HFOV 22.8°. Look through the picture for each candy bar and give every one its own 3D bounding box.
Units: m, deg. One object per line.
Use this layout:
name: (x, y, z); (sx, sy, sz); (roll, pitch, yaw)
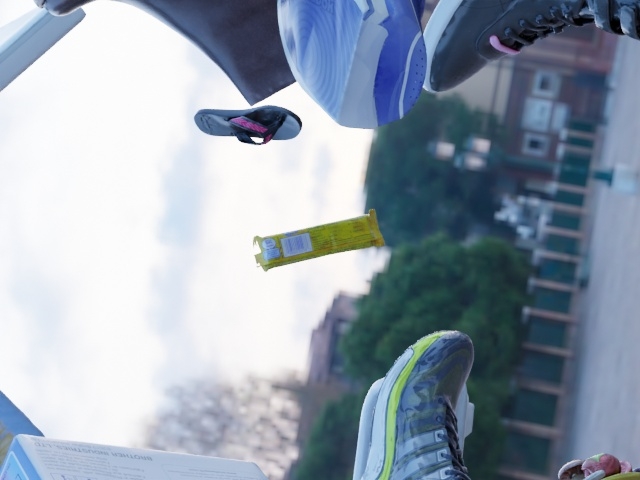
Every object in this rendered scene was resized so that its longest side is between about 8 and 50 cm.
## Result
candy bar: (0.000, 0.000, 1.590); (0.018, 0.161, 0.040); (-16, 87, 54)

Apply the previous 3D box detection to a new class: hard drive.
hard drive: (-0.471, -0.171, 1.998); (0.353, 0.047, 0.233); (-47, 20, -30)

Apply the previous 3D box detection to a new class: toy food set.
toy food set: (0.395, 0.334, 2.204); (0.128, 0.218, 0.071); (-43, 49, 30)

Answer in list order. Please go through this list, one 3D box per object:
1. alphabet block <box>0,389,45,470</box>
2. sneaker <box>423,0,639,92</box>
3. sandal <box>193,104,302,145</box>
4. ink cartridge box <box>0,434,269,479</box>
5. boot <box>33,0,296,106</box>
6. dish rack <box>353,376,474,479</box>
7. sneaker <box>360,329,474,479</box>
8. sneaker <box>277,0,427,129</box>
alphabet block: (-0.468, 0.209, 1.832); (0.193, 0.197, 0.192); (-43, -58, -13)
sneaker: (0.215, -0.204, 1.393); (0.296, 0.147, 0.104); (-45, -23, 21)
sandal: (-0.108, -0.162, 2.320); (0.040, 0.179, 0.067); (-67, -33, -37)
ink cartridge box: (-0.108, 0.334, 1.349); (0.395, 0.270, 0.151); (39, 112, 54)
boot: (-0.121, -0.204, 1.435); (0.207, 0.248, 0.090); (57, -153, -15)
dish rack: (0.118, 0.338, 2.082); (0.285, 0.072, 0.332); (146, 133, -66)
sneaker: (0.113, 0.233, 1.599); (0.111, 0.121, 0.300); (43, -121, -51)
sneaker: (0.054, -0.223, 1.166); (0.315, 0.182, 0.127); (-110, 28, -43)
